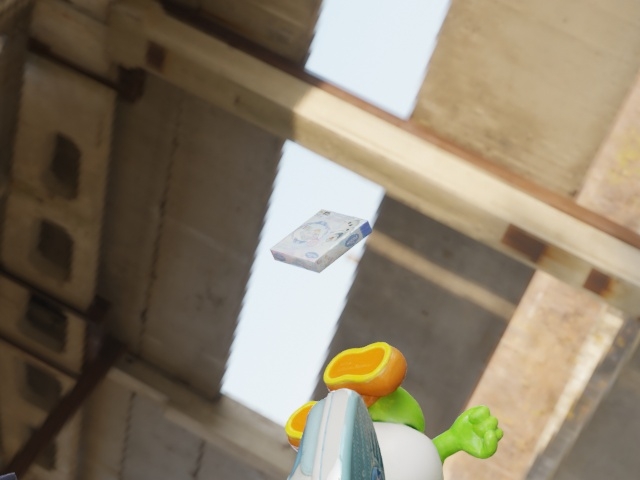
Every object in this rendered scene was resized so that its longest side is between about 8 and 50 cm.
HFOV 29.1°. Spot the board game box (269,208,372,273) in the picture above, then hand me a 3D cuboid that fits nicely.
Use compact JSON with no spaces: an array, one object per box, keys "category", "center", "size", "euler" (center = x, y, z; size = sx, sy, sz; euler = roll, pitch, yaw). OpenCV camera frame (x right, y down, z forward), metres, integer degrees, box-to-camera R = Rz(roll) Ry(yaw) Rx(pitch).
[{"category":"board game box","center":[0.000,0.000,1.460],"size":[0.090,0.090,0.020],"euler":[-37,-60,-26]}]

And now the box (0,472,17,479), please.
[{"category":"box","center":[-0.388,0.271,1.184],"size":[0.225,0.136,0.037],"euler":[-9,-98,-64]}]

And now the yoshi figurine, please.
[{"category":"yoshi figurine","center":[0.131,0.296,1.380],"size":[0.203,0.362,0.203],"euler":[-30,24,10]}]

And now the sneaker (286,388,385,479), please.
[{"category":"sneaker","center":[-0.060,0.260,0.970],"size":[0.127,0.208,0.319],"euler":[64,-154,-43]}]
